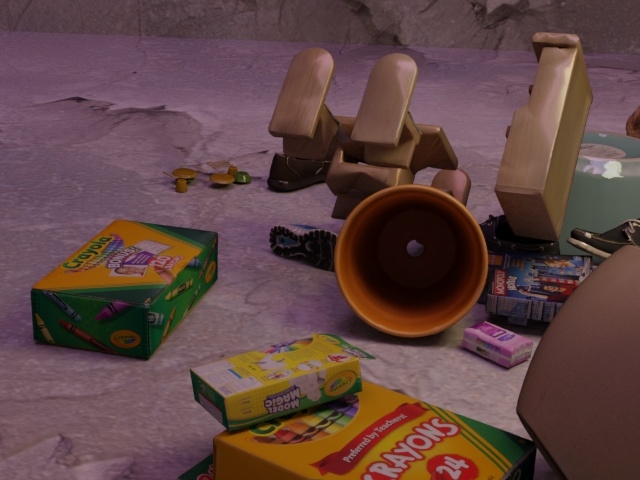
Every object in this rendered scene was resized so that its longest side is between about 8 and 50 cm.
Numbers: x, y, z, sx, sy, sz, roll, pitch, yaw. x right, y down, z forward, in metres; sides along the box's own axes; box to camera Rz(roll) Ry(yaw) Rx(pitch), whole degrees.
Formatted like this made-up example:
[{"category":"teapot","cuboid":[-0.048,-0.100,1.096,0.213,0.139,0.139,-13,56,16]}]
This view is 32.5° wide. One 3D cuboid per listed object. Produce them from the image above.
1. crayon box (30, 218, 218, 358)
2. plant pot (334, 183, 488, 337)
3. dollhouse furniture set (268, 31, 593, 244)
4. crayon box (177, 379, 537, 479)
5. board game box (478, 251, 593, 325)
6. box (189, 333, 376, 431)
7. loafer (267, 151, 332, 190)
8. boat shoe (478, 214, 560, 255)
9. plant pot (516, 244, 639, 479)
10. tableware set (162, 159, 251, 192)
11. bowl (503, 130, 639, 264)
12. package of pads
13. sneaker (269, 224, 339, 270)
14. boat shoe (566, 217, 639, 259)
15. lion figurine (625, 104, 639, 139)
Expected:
[{"category":"crayon box","cuboid":[-0.263,0.060,1.527,0.165,0.081,0.278,7,22,12]},{"category":"plant pot","cuboid":[0.132,0.021,1.548,0.205,0.205,0.188,5,5,7]},{"category":"dollhouse furniture set","cuboid":[0.183,-0.171,1.666,0.394,0.256,0.362,9,-21,25]},{"category":"crayon box","cuboid":[0.033,0.229,1.128,0.319,0.081,0.202,15,25,31]},{"category":"board game box","cuboid":[0.294,0.071,1.590,0.194,0.060,0.194,6,22,11]},{"category":"box","cuboid":[-0.037,0.145,1.170,0.179,0.043,0.105,-15,18,-23]},{"category":"loafer","cuboid":[-0.014,-0.154,2.106,0.080,0.078,0.220,17,26,33]},{"category":"boat shoe","cuboid":[0.291,-0.004,1.758,0.080,0.076,0.228,-12,26,-34]},{"category":"plant pot","cuboid":[0.312,0.173,1.109,0.191,0.284,0.284,-33,26,0]},{"category":"tableware set","cuboid":[-0.212,-0.117,2.072,0.154,0.024,0.104,-14,30,-38]},{"category":"bowl","cuboid":[0.476,-0.088,1.878,0.312,0.163,0.311,3,21,-1]},{"category":"package of pads","cuboid":[0.234,0.137,1.452,0.050,0.032,0.083,-14,26,-41]},{"category":"sneaker","cuboid":[0.000,0.000,1.738,0.162,0.063,0.073,17,22,32]},{"category":"boat shoe","cuboid":[0.479,-0.002,1.703,0.233,0.079,0.084,7,11,-28]},{"category":"lion figurine","cuboid":[0.798,-0.190,2.212,0.240,0.142,0.392,-9,27,-9]}]
